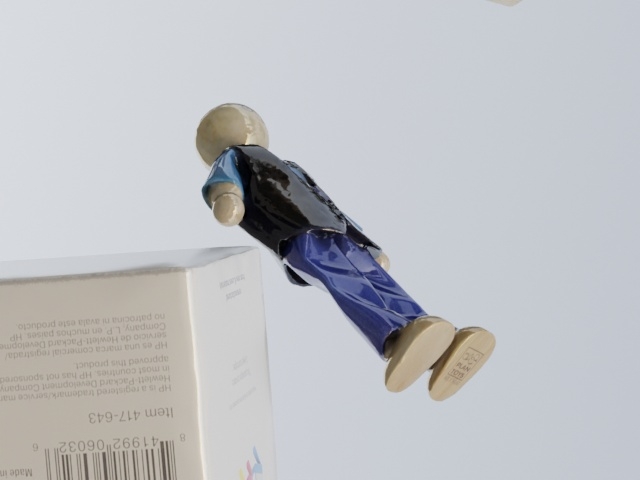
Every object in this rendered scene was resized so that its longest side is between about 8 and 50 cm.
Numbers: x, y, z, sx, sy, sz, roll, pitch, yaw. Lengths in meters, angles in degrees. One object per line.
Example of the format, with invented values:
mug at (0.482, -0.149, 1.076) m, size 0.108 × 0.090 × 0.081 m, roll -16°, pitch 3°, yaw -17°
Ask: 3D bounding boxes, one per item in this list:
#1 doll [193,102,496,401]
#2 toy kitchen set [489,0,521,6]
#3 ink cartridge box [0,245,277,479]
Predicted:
doll at (0.000, 0.000, 0.829) m, size 0.189 × 0.129 × 0.046 m, roll 45°, pitch -74°, yaw 32°
toy kitchen set at (0.196, -0.336, 1.568) m, size 0.207 × 0.122 × 0.166 m, roll -31°, pitch -103°, yaw 24°
ink cartridge box at (-0.059, 0.077, 0.406) m, size 0.092 × 0.090 × 0.143 m, roll -4°, pitch -87°, yaw 7°
